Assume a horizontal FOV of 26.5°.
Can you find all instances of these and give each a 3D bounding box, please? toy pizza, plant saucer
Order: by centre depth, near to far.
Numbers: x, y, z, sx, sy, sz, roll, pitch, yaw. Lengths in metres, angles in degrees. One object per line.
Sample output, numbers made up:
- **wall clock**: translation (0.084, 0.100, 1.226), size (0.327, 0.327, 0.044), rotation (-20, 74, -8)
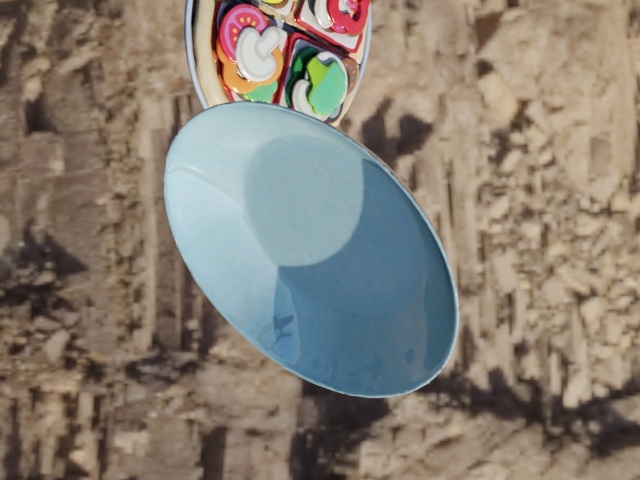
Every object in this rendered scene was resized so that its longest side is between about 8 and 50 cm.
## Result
- **plant saucer**: translation (0.000, 0.000, 0.752), size (0.037, 0.195, 0.195), rotation (-44, 120, -38)
- **toy pizza**: translation (-0.021, -0.160, 1.008), size (0.201, 0.032, 0.201), rotation (-14, 109, -47)
